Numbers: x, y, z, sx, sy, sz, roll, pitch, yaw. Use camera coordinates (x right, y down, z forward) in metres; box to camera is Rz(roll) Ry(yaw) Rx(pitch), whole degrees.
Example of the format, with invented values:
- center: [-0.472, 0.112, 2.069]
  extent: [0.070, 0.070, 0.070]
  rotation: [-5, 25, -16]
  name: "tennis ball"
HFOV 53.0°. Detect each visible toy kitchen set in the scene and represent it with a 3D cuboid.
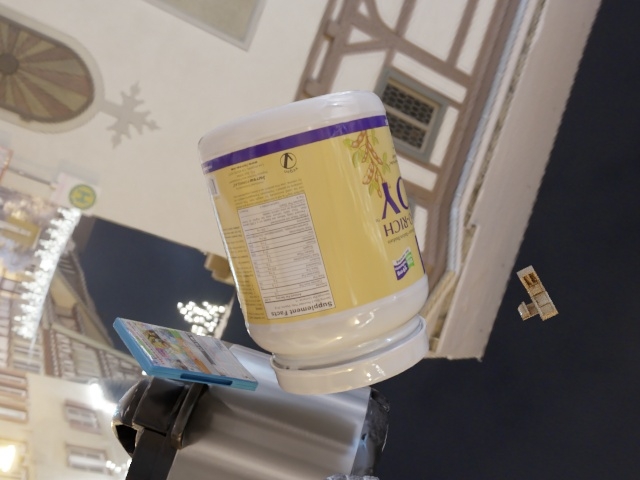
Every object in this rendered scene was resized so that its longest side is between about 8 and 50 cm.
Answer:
- center: [0.426, 0.115, 1.307]
  extent: [0.068, 0.075, 0.083]
  rotation: [-30, -140, 15]
  name: "toy kitchen set"

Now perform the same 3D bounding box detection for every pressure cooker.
- center: [-0.129, 0.359, 1.027]
  extent: [0.375, 0.420, 0.370]
  rotation: [-51, 158, -76]
  name: "pressure cooker"

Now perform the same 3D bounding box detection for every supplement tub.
- center: [0.000, 0.000, 0.815]
  extent: [0.241, 0.241, 0.331]
  rotation: [-4, -77, 62]
  name: "supplement tub"

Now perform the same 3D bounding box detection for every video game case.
- center: [-0.173, 0.148, 0.832]
  extent: [0.119, 0.166, 0.015]
  rotation: [35, -80, 46]
  name: "video game case"

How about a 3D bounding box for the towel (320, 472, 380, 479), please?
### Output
- center: [-0.052, 0.303, 0.420]
  extent: [0.121, 0.284, 0.235]
  rotation: [36, -70, 23]
  name: "towel"
